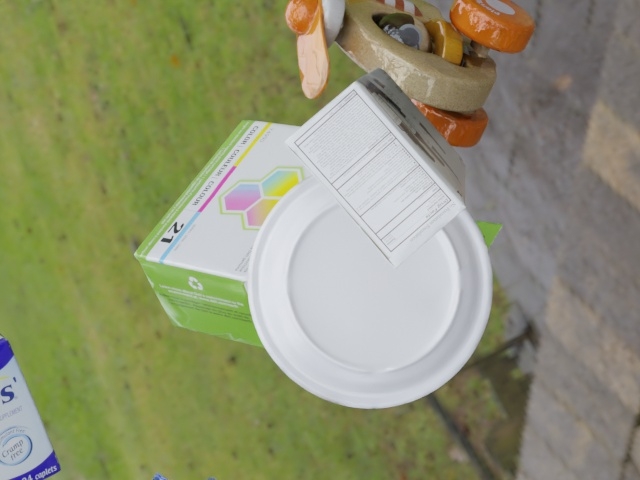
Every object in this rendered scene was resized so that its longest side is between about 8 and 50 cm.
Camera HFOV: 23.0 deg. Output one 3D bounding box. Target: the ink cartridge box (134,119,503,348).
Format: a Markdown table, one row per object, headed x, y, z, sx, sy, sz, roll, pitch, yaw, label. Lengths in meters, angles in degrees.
| x | y | z | sx | sy | sz | roll | pitch | yaw | label |
| --- | --- | --- | --- | --- | --- | --- | --- | --- | --- |
| 0.000 | 0.000 | 1.365 | 0.255 | 0.189 | 0.097 | 9 | 140 | 36 | ink cartridge box |

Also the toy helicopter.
| x | y | z | sx | sy | sz | roll | pitch | yaw | label |
| --- | --- | --- | --- | --- | --- | --- | --- | --- | --- |
| 0.020 | -0.232 | 1.553 | 0.355 | 0.235 | 0.140 | 43 | 122 | 32 | toy helicopter |

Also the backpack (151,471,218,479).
| x | y | z | sx | sy | sz | roll | pitch | yaw | label |
| --- | --- | --- | --- | --- | --- | --- | --- | --- | --- |
| -0.080 | 0.207 | 1.057 | 0.114 | 0.084 | 0.105 | 48 | 166 | -11 | backpack |

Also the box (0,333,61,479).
| x | y | z | sx | sy | sz | roll | pitch | yaw | label |
| --- | --- | --- | --- | --- | --- | --- | --- | --- | --- |
| -0.311 | 0.159 | 1.353 | 0.072 | 0.126 | 0.137 | 24 | 137 | 62 | box |

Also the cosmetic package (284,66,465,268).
| x | y | z | sx | sy | sz | roll | pitch | yaw | label |
| --- | --- | --- | --- | --- | --- | --- | --- | --- | --- |
| 0.043 | -0.054 | 1.000 | 0.099 | 0.060 | 0.239 | 50 | -171 | -4 | cosmetic package |

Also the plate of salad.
| x | y | z | sx | sy | sz | roll | pitch | yaw | label |
| --- | --- | --- | --- | --- | --- | --- | --- | --- | --- |
| 0.040 | 0.035 | 1.271 | 0.048 | 0.199 | 0.200 | 145 | 101 | -82 | plate of salad |
